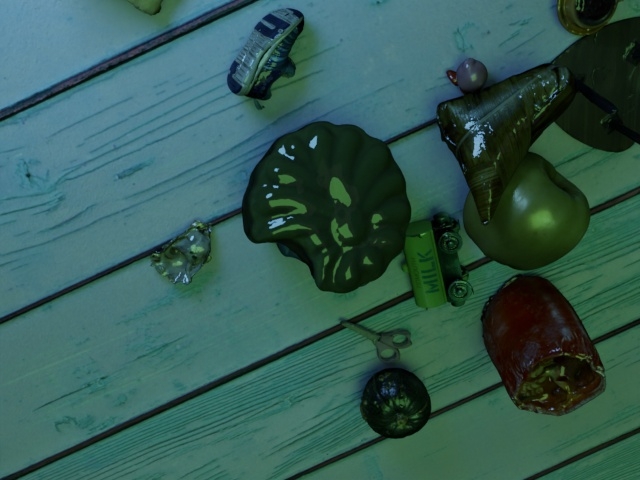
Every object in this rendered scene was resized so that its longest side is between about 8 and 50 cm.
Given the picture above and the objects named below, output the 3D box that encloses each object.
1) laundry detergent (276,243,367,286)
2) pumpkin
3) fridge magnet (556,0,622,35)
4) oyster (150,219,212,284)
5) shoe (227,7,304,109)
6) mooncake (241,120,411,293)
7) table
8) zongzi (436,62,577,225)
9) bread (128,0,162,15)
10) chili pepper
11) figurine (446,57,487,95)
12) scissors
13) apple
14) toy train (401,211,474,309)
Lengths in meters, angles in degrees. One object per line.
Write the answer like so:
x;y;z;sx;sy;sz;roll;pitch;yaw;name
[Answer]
0.000;0.000;1.480;0.289;0.094;0.144;20;107;-19;laundry detergent
0.193;0.420;1.686;0.190;0.146;0.191;1;101;7;pumpkin
0.565;-0.503;1.373;0.142;0.063;0.143;-6;117;-12;fridge magnet
-0.295;0.030;1.462;0.165;0.053;0.108;-37;97;15;oyster
-0.096;-0.365;1.306;0.106;0.091;0.207;24;105;-43;shoe
0.020;-0.072;1.345;0.350;0.187;0.352;0;89;-16;mooncake
0.656;-0.300;1.381;0.316;0.249;0.318;-4;115;-9;table
0.402;-0.197;1.328;0.285;0.289;0.134;-22;153;20;zongzi
-0.310;-0.548;1.120;0.236;0.198;0.263;32;103;-29;bread
0.526;0.262;1.595;0.251;0.305;0.229;-40;110;20;chili pepper
0.322;-0.349;1.396;0.083;0.067;0.071;27;128;-37;figurine
0.135;0.244;1.662;0.212;0.021;0.110;28;110;-21;scissors
0.455;-0.059;1.455;0.262;0.262;0.263;-4;115;-9;apple
0.271;0.054;1.565;0.157;0.105;0.254;-11;117;10;toy train
